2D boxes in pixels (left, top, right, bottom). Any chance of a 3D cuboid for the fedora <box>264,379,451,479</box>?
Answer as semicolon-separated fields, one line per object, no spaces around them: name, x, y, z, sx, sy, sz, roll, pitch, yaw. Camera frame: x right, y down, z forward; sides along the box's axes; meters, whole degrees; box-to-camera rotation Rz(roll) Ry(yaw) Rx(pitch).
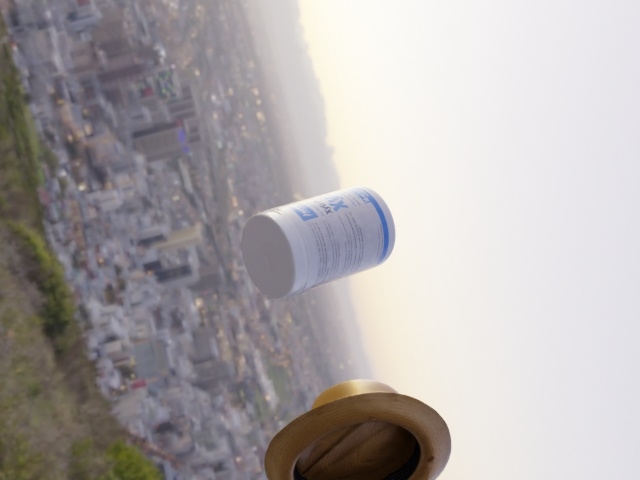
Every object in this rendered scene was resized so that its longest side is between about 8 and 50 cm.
fedora;0.035;0.202;1.000;0.079;0.194;0.194;-96;173;-53

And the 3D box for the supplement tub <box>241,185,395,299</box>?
supplement tub;0.000;0.000;0.767;0.071;0.107;0.071;21;-61;44
